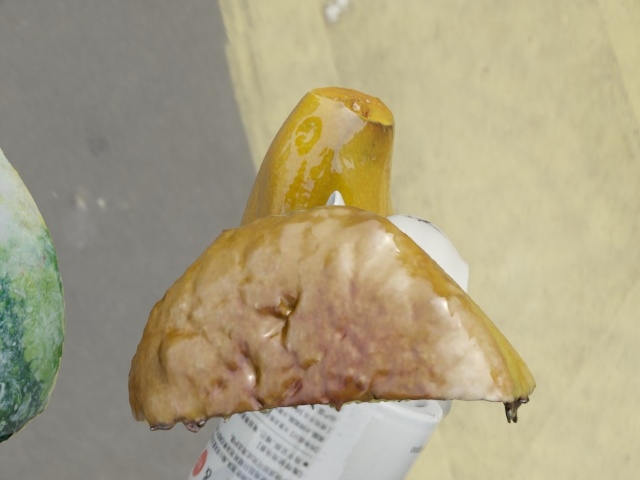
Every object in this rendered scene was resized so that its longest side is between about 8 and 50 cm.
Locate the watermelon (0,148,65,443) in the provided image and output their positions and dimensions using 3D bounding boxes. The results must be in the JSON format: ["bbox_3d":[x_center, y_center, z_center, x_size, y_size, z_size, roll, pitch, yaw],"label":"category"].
[{"bbox_3d":[-0.321,0.048,1.521,0.176,0.256,0.260,50,121,48],"label":"watermelon"}]

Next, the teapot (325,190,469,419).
[{"bbox_3d":[0.051,0.096,1.733,0.166,0.299,0.208,8,37,-12],"label":"teapot"}]

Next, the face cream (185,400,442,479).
[{"bbox_3d":[-0.059,0.249,1.469,0.145,0.145,0.369,32,101,15],"label":"face cream"}]

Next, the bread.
[{"bbox_3d":[0.004,0.046,1.188,0.260,0.129,0.134,-2,89,23],"label":"bread"}]

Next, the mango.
[{"bbox_3d":[-0.002,0.001,1.901,0.144,0.359,0.187,28,54,22],"label":"mango"}]
